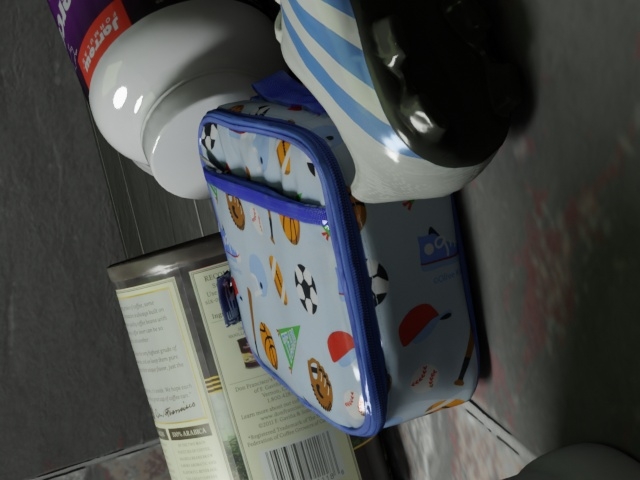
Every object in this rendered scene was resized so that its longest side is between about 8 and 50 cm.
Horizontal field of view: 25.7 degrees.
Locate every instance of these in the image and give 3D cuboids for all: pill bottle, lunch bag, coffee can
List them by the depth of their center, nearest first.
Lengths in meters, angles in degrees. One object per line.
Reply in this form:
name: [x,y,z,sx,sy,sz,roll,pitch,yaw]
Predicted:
lunch bag: [0.000,0.000,1.049,0.303,0.115,0.243,23,128,65]
pill bottle: [-0.142,-0.193,1.278,0.181,0.182,0.323,90,159,-50]
coffee can: [-0.061,0.127,1.285,0.201,0.202,0.275,175,79,-76]

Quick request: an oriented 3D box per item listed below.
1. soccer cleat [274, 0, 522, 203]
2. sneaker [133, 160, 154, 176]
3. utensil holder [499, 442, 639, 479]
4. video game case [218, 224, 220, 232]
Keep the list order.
soccer cleat: [0.003,-0.174,0.825,0.143,0.116,0.331,-32,76,60]
sneaker: [-0.177,-0.207,1.525,0.321,0.125,0.180,-120,18,-45]
utensil holder: [0.030,0.325,0.765,0.327,0.386,0.327,163,90,-77]
video game case: [-0.064,0.039,1.576,0.204,0.025,0.285,87,161,-44]
